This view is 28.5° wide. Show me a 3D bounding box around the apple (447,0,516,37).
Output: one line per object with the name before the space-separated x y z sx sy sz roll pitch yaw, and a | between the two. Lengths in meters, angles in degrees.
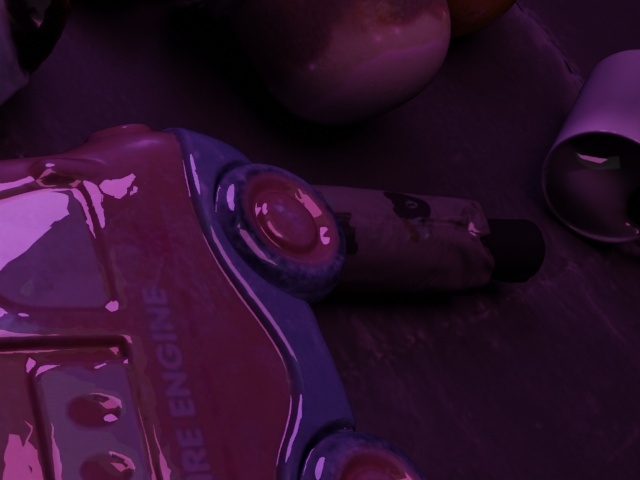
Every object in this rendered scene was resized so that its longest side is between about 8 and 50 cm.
apple | 0.103 -0.235 0.990 0.146 0.146 0.146 17 49 -20

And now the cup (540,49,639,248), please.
cup | 0.234 -0.059 0.973 0.099 0.136 0.133 11 40 21

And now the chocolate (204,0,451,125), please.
chocolate | 0.021 -0.156 0.852 0.221 0.221 0.147 -30 89 -43

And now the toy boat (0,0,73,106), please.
toy boat | -0.247 -0.183 0.759 0.115 0.114 0.262 -35 74 -7

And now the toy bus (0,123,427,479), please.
toy bus | -0.111 0.090 0.535 0.232 0.197 0.294 6 54 -40

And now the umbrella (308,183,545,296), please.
umbrella | 0.000 0.000 0.783 0.337 0.073 0.067 3 74 -31
